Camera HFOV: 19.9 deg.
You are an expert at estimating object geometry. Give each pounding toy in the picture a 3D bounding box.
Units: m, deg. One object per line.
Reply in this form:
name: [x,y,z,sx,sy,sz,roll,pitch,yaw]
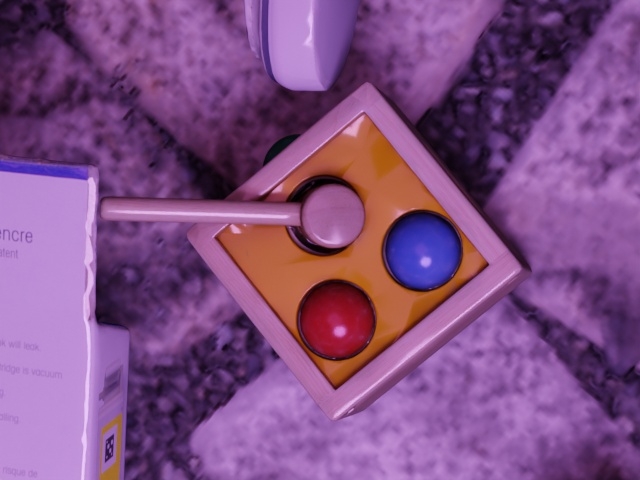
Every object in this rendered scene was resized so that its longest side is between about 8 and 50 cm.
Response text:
pounding toy: [0.000,0.000,0.836,0.130,0.100,0.141,-40,82,6]

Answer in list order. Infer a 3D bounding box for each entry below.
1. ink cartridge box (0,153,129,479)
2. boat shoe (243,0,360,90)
ink cartridge box: [-0.243,0.096,0.866,0.304,0.072,0.307,7,100,11]
boat shoe: [-0.031,-0.200,0.853,0.088,0.096,0.267,-3,87,14]
